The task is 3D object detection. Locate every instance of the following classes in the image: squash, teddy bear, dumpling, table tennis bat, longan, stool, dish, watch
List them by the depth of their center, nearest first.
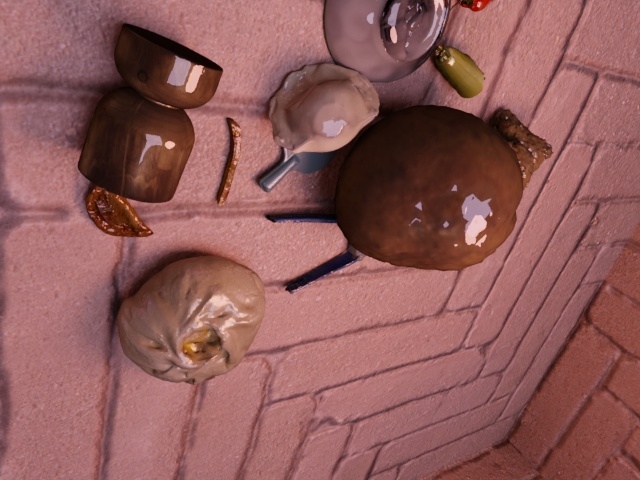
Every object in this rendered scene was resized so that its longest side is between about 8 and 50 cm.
[{"bbox_3d":[-0.305,-0.221,0.927,0.179,0.179,0.264,11,115,-41],"label":"stool"},{"bbox_3d":[0.176,-0.487,1.124,0.324,0.124,0.324,-20,132,-24],"label":"dish"},{"bbox_3d":[0.005,-0.293,1.129,0.258,0.193,0.147,-20,171,-10],"label":"dumpling"},{"bbox_3d":[-0.051,-0.205,1.233,0.244,0.040,0.153,-44,132,-6],"label":"table tennis bat"},{"bbox_3d":[0.258,-0.128,1.268,0.436,0.404,0.404,6,129,10],"label":"longan"},{"bbox_3d":[0.340,-0.445,1.307,0.200,0.090,0.075,29,93,-45],"label":"squash"},{"bbox_3d":[0.004,-0.011,1.410,0.274,0.068,0.276,-23,133,-15],"label":"watch"},{"bbox_3d":[0.559,-0.228,1.505,0.256,0.156,0.267,-37,118,-36],"label":"teddy bear"}]

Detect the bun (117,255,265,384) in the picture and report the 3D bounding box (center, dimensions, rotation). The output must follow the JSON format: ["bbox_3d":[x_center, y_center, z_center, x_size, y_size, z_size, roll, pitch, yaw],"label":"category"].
[{"bbox_3d":[-0.281,0.208,1.242,0.365,0.219,0.365,-20,135,-22],"label":"bun"}]

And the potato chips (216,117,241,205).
[{"bbox_3d":[-0.204,-0.171,1.151,0.037,0.026,0.204,-4,124,-31],"label":"potato chips"}]

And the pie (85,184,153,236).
[{"bbox_3d":[-0.427,-0.059,1.063,0.088,0.033,0.191,-27,140,-7],"label":"pie"}]

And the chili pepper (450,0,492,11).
[{"bbox_3d":[0.369,-0.589,1.224,0.192,0.084,0.086,-40,120,-12],"label":"chili pepper"}]
